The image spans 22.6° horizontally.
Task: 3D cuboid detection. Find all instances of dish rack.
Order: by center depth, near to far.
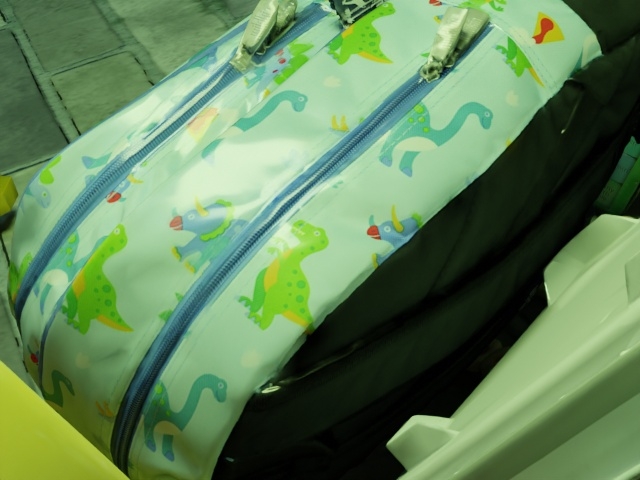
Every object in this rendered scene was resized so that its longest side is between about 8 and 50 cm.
[{"bbox_3d":[0.162,0.021,0.755,0.285,0.072,0.333,-42,-3,-40],"label":"dish rack"}]

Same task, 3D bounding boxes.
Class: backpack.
[{"bbox_3d":[0.000,0.000,0.898,0.273,0.290,0.355,30,56,4],"label":"backpack"}]

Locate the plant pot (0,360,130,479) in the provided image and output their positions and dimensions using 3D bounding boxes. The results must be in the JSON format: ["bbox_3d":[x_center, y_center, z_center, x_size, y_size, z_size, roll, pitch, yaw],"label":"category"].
[{"bbox_3d":[-0.217,0.164,0.766,0.239,0.254,0.254,-49,38,-12],"label":"plant pot"}]

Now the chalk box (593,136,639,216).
[{"bbox_3d":[0.198,-0.117,1.127,0.132,0.132,0.213,32,54,9],"label":"chalk box"}]

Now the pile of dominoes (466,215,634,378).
[{"bbox_3d":[0.207,0.037,0.998,0.196,0.040,0.251,-34,34,-31],"label":"pile of dominoes"}]

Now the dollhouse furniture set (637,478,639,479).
[{"bbox_3d":[0.185,0.183,0.761,0.144,0.123,0.151,-10,64,10],"label":"dollhouse furniture set"}]

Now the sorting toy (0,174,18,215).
[{"bbox_3d":[-0.376,0.026,1.301,0.307,0.041,0.229,-28,27,-23],"label":"sorting toy"}]
